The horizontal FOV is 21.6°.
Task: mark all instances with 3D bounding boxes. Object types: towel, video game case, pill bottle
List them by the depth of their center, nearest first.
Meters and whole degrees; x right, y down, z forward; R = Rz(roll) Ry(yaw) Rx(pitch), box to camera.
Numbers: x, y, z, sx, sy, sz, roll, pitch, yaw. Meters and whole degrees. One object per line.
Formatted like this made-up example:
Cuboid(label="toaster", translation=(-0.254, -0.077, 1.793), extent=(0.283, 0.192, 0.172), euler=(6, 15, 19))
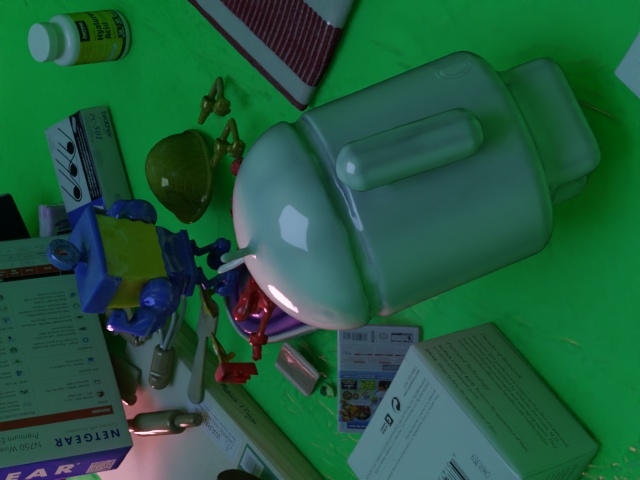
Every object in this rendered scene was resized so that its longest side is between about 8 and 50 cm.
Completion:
Cuboid(label="video game case", translation=(0.061, 0.148, 1.788), extent=(0.087, 0.011, 0.122), euler=(2, 104, 7))
Cuboid(label="towel", translation=(-0.031, -0.336, 1.795), extent=(0.237, 0.037, 0.329), euler=(47, 133, 28))
Cuboid(label="pill bottle", translation=(-0.298, -0.248, 2.056), extent=(0.065, 0.116, 0.065), euler=(16, 112, 46))

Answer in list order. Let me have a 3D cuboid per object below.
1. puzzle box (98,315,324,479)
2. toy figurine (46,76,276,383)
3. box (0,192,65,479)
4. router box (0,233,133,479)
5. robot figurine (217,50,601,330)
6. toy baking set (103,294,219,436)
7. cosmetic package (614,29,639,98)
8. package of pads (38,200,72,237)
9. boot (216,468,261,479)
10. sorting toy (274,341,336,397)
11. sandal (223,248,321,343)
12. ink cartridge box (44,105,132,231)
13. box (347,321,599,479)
Cuboid(label="puzzle box", translation=(-0.129, 0.309, 2.056), extent=(0.409, 0.052, 0.272), euler=(46, 130, 32))
Cuboid(label="toy figurine", translation=(-0.196, -0.016, 1.847), extent=(0.191, 0.217, 0.362), euler=(118, 144, -44))
Cuboid(label="box", translation=(-0.465, 0.168, 2.269), extent=(0.343, 0.179, 0.312), euler=(63, 147, 17))
Cuboid(label="router box", translation=(-0.430, 0.155, 2.047), extent=(0.082, 0.335, 0.301), euler=(-53, 49, 54))
Cuboid(label="robot figurine", translation=(0.071, -0.043, 1.519), extent=(0.300, 0.353, 0.200), euler=(90, 156, -72))
Cuboid(label="toy baking set", translation=(-0.202, 0.143, 2.033), extent=(0.256, 0.030, 0.197), euler=(-5, 96, 50))
Cuboid(label="cosmetic package", translation=(0.385, -0.149, 1.288), extent=(0.224, 0.138, 0.225), euler=(50, 134, 28))
Cuboid(label="package of pads", translation=(-0.348, -0.011, 2.226), extent=(0.032, 0.050, 0.083), euler=(13, 109, 47))
Cuboid(label="boot", translation=(-0.051, 0.361, 1.895), extent=(0.197, 0.073, 0.152), euler=(28, 124, 44))
Cuboid(label="sorting toy", translation=(-0.016, 0.155, 1.907), extent=(0.083, 0.012, 0.062), euler=(44, 151, 11))
Cuboid(label="sandal", translation=(0.007, 0.013, 1.786), extent=(0.416, 0.102, 0.169), euler=(-41, 70, 45))
Cuboid(label="ink cartridge box", translation=(-0.288, -0.060, 2.148), extent=(0.097, 0.046, 0.207), euler=(-19, 86, 51))
Cuboid(label="box", translation=(0.148, 0.212, 1.663), extent=(0.182, 0.119, 0.181), euler=(50, 133, 29))
